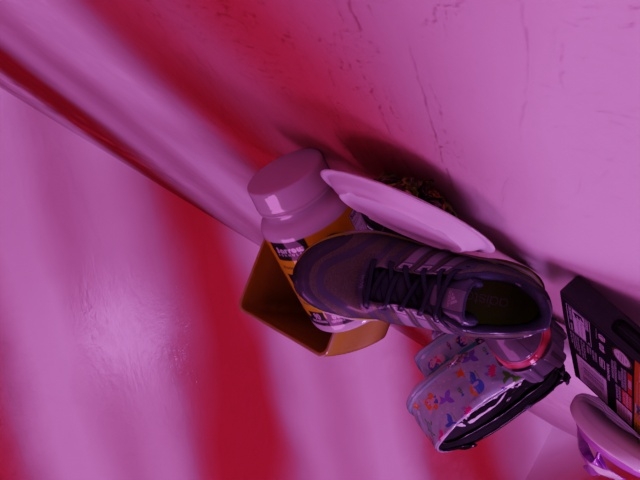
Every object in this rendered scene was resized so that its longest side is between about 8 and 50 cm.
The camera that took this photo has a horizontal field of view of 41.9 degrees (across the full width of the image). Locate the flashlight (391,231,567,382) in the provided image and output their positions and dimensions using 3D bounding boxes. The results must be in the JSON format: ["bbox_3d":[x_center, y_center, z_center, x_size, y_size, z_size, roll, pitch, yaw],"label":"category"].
[{"bbox_3d":[0.218,0.092,1.144,0.103,0.103,0.304,-16,140,44],"label":"flashlight"}]

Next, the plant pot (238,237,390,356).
[{"bbox_3d":[0.027,0.067,1.397,0.212,0.212,0.187,24,-176,40],"label":"plant pot"}]

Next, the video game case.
[{"bbox_3d":[0.376,0.181,0.928,0.248,0.035,0.275,47,175,33],"label":"video game case"}]

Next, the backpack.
[{"bbox_3d":[0.266,0.242,1.425,0.191,0.253,0.225,49,-176,26],"label":"backpack"}]

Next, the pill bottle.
[{"bbox_3d":[0.000,0.000,1.026,0.119,0.119,0.208,20,144,56],"label":"pill bottle"}]

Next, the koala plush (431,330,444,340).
[{"bbox_3d":[0.309,0.291,1.739,0.203,0.221,0.196,25,172,35],"label":"koala plush"}]

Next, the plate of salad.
[{"bbox_3d":[0.094,-0.038,0.878,0.200,0.048,0.200,26,175,3],"label":"plate of salad"}]

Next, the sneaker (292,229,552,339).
[{"bbox_3d":[0.119,0.050,0.924,0.300,0.111,0.121,5,-179,-4],"label":"sneaker"}]

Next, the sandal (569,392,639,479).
[{"bbox_3d":[0.429,0.302,1.190,0.169,0.102,0.416,35,-173,26],"label":"sandal"}]

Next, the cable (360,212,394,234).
[{"bbox_3d":[0.062,-0.037,1.148,0.287,0.072,0.139,19,159,-13],"label":"cable"}]
